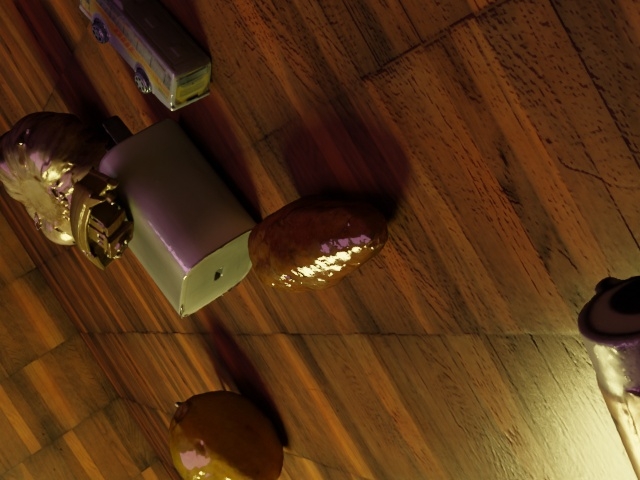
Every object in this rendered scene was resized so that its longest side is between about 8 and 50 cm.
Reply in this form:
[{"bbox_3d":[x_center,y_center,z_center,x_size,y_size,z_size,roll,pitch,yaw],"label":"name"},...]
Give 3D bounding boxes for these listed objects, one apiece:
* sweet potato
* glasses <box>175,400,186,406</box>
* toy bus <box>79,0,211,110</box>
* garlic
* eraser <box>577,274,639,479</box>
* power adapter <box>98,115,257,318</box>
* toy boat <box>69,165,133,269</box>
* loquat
[{"bbox_3d":[0.000,0.000,0.956,0.097,0.097,0.252,59,153,-7],"label":"sweet potato"},{"bbox_3d":[-0.198,0.402,1.805,0.255,0.095,0.162,55,-158,-6],"label":"glasses"},{"bbox_3d":[-0.197,-0.228,1.076,0.190,0.064,0.075,49,152,18],"label":"toy bus"},{"bbox_3d":[-0.398,-0.107,1.556,0.245,0.160,0.245,22,137,23],"label":"garlic"},{"bbox_3d":[0.273,0.164,0.605,0.171,0.087,0.290,7,128,59],"label":"eraser"},{"bbox_3d":[-0.201,-0.050,1.252,0.255,0.124,0.187,52,156,14],"label":"power adapter"},{"bbox_3d":[-0.266,-0.019,1.187,0.072,0.064,0.206,38,155,6],"label":"toy boat"},{"bbox_3d":[-0.158,0.356,1.665,0.234,0.176,0.187,46,-157,-18],"label":"loquat"}]
